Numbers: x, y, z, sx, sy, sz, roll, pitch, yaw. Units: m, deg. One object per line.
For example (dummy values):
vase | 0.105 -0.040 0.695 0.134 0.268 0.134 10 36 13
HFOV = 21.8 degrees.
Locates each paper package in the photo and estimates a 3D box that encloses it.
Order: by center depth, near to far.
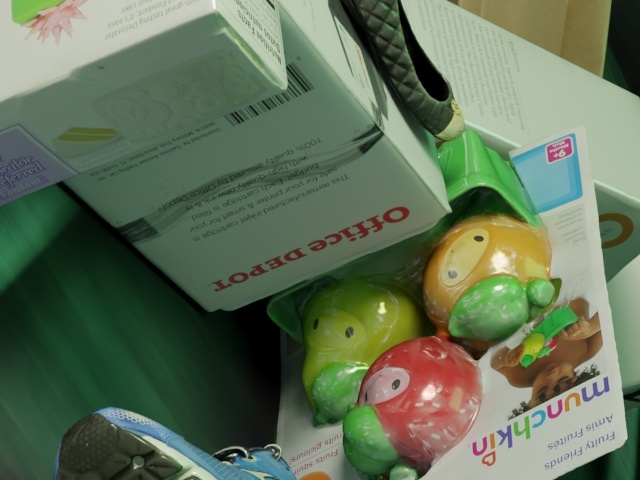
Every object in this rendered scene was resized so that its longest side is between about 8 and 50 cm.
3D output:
paper package | 0.204 -0.256 1.863 0.325 0.168 0.310 -104 -162 -69

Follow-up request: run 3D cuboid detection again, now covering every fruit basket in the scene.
fruit basket | 0.079 0.083 1.315 0.165 0.327 0.353 45 31 -27

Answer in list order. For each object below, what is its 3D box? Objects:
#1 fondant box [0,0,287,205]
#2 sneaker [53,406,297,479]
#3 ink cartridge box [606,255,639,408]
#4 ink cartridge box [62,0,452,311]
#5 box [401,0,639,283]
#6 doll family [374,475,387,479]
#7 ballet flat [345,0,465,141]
fondant box | -0.161 -0.206 1.085 0.096 0.238 0.330 46 30 -50
sneaker | -0.078 0.198 1.113 0.330 0.129 0.147 52 11 -46
ink cartridge box | 0.380 0.091 1.900 0.285 0.394 0.166 50 23 -76
ink cartridge box | -0.072 -0.101 1.237 0.307 0.223 0.129 47 27 -47
box | 0.121 -0.072 1.538 0.345 0.215 0.168 22 42 -30
doll family | 0.099 0.244 1.549 0.263 0.118 0.163 -37 112 -51
ballet flat | 0.069 -0.142 1.242 0.173 0.049 0.057 56 20 -32
